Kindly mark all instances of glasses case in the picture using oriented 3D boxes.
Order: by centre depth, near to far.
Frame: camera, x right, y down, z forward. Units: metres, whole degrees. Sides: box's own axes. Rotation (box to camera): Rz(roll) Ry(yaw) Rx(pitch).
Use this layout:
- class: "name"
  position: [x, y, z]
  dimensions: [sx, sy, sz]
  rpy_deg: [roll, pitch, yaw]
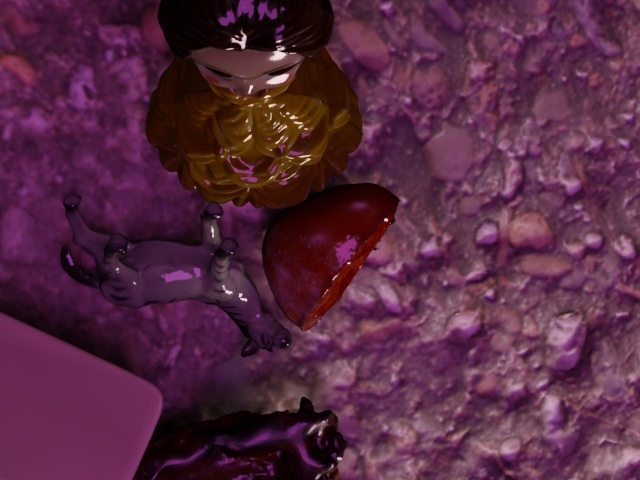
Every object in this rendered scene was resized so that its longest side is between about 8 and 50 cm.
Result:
- class: "glasses case"
  position: [-0.313, 0.126, 0.940]
  dimensions: [0.336, 0.076, 0.144]
  rpy_deg: [28, 68, -13]

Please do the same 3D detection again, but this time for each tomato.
- class: "tomato"
  position: [0.000, 0.000, 1.003]
  dimensions: [0.091, 0.139, 0.159]
  rpy_deg: [39, 137, 5]

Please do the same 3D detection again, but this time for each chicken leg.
- class: "chicken leg"
  position: [-0.157, 0.273, 1.058]
  dimensions: [0.407, 0.096, 0.158]
  rpy_deg: [-37, 101, 5]

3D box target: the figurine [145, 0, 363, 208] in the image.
- class: "figurine"
  position: [-0.054, -0.131, 0.829]
  dimensions: [0.187, 0.315, 0.168]
  rpy_deg: [27, 81, 2]

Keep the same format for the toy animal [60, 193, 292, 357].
- class: "toy animal"
  position: [-0.129, 0.037, 1.004]
  dimensions: [0.217, 0.073, 0.176]
  rpy_deg: [6, 140, -1]
